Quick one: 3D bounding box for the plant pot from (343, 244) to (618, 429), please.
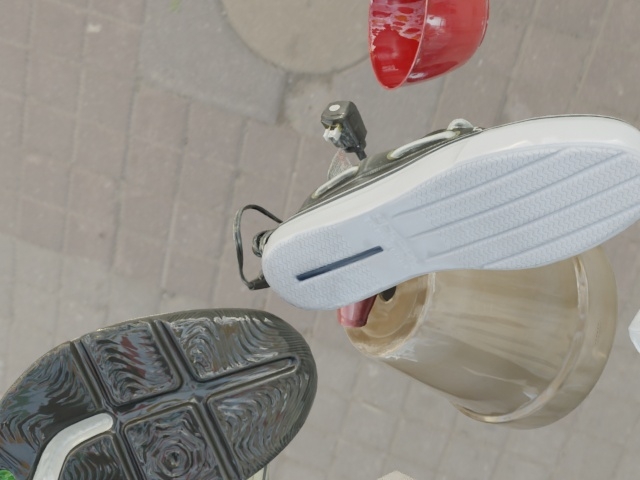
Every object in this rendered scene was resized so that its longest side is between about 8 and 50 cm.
[{"bbox_3d":[0.192,0.087,1.526,0.280,0.323,0.323,13,131,-36],"label":"plant pot"}]

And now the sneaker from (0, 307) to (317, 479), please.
[{"bbox_3d":[-0.219,0.172,1.022,0.447,0.257,0.169,-24,93,-1],"label":"sneaker"}]

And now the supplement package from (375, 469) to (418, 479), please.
[{"bbox_3d":[0.133,0.487,1.681,0.293,0.175,0.177,2,109,66],"label":"supplement package"}]

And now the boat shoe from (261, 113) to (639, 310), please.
[{"bbox_3d":[0.099,-0.044,0.883,0.335,0.119,0.121,-15,127,29],"label":"boat shoe"}]

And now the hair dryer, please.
[{"bbox_3d":[0.000,0.000,1.248,0.080,0.223,0.293,26,159,38],"label":"hair dryer"}]

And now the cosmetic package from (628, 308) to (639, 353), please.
[{"bbox_3d":[0.374,0.035,0.980,0.085,0.231,0.117,-3,131,51],"label":"cosmetic package"}]

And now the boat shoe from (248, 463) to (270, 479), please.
[{"bbox_3d":[-0.160,0.400,1.053,0.187,0.500,0.156,1,147,24],"label":"boat shoe"}]

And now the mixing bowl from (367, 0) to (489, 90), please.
[{"bbox_3d":[0.129,-0.257,1.266,0.098,0.181,0.181,2,123,-18],"label":"mixing bowl"}]
